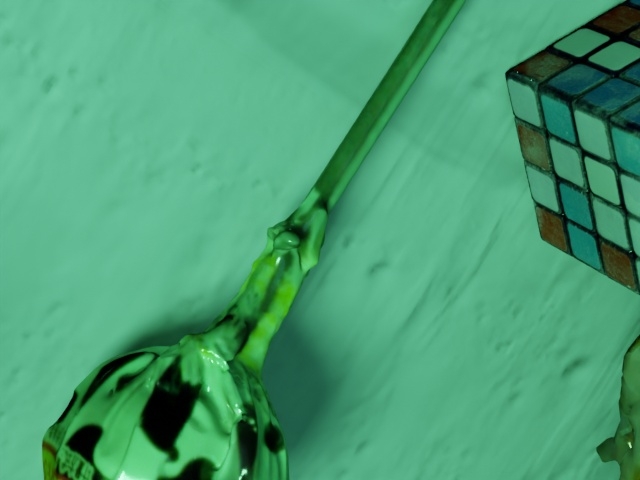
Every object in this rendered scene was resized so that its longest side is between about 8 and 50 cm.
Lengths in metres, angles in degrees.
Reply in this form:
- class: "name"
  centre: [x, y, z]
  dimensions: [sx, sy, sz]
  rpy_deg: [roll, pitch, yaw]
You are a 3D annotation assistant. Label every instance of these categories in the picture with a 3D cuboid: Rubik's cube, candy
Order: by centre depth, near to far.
- class: "candy"
  centre: [0.000, 0.000, 0.533]
  dimensions: [0.305, 0.091, 0.083]
  rpy_deg: [-57, 157, -8]
- class: "Rubik's cube"
  centre: [0.147, -0.041, 0.595]
  dimensions: [0.092, 0.092, 0.092]
  rpy_deg: [-31, 125, -19]

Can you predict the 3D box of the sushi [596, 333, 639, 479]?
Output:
- class: "sushi"
  centre: [0.271, 0.114, 0.631]
  dimensions: [0.417, 0.176, 0.418]
  rpy_deg: [-27, 144, -22]
